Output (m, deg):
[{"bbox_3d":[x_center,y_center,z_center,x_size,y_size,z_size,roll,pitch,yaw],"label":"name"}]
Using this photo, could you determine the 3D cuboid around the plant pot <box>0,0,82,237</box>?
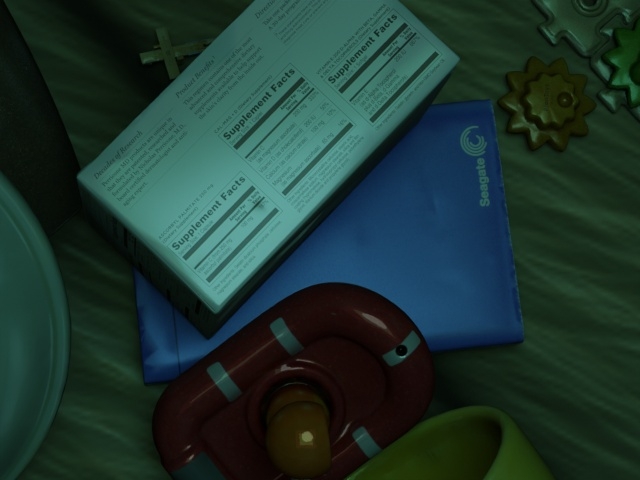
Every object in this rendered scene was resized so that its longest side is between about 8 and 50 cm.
[{"bbox_3d":[-0.296,-0.089,1.368,0.215,0.215,0.230,-40,100,-10],"label":"plant pot"}]

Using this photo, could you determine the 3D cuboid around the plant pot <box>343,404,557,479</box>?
[{"bbox_3d":[0.108,0.296,1.326,0.254,0.254,0.239,-39,103,-10],"label":"plant pot"}]

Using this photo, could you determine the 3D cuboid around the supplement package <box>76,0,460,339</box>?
[{"bbox_3d":[-0.045,-0.074,1.333,0.145,0.204,0.262,44,80,2],"label":"supplement package"}]

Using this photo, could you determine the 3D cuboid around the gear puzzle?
[{"bbox_3d":[0.284,-0.208,1.509,0.339,0.044,0.175,-40,87,-10],"label":"gear puzzle"}]

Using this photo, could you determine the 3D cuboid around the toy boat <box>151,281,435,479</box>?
[{"bbox_3d":[-0.016,0.139,1.346,0.231,0.151,0.151,-37,106,3],"label":"toy boat"}]

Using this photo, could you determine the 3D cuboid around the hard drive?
[{"bbox_3d":[0.000,0.000,1.451,0.318,0.040,0.210,-6,81,-6],"label":"hard drive"}]

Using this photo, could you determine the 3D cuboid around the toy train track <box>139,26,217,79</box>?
[{"bbox_3d":[-0.114,-0.162,1.480,0.083,0.014,0.048,-13,75,-13],"label":"toy train track"}]

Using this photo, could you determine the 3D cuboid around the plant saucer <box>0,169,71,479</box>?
[{"bbox_3d":[-0.389,0.085,1.279,0.400,0.100,0.400,-1,111,-4],"label":"plant saucer"}]
